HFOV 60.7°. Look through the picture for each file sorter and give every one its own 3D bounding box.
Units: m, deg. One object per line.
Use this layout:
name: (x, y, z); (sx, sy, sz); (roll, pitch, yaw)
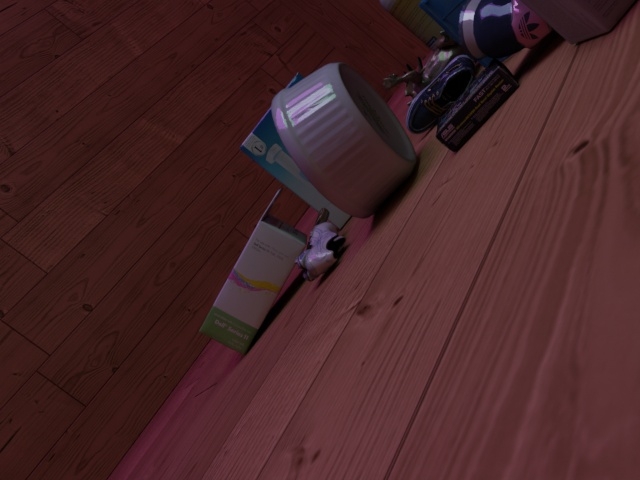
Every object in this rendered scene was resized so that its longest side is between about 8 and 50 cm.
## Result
file sorter: (0.275, -0.388, 0.890); (0.118, 0.170, 0.104); (-53, 10, -11)

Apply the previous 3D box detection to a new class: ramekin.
ramekin: (0.052, -0.182, 0.943); (0.127, 0.273, 0.273); (-36, 12, 25)

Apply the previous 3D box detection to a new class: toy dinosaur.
toy dinosaur: (0.261, -0.371, 1.161); (0.295, 0.127, 0.200); (-41, 4, 34)

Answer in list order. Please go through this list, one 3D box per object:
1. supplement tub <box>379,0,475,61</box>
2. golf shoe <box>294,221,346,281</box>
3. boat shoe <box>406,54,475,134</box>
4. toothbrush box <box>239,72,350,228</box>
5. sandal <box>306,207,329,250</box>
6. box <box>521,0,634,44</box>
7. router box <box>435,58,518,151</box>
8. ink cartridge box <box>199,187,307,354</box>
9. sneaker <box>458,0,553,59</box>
supplement tub: (0.277, -0.569, 1.235); (0.228, 0.316, 0.228); (-51, 6, 7)
golf shoe: (0.019, 0.011, 1.031); (0.086, 0.069, 0.176); (-26, 21, 26)
boat shoe: (0.226, -0.270, 1.049); (0.183, 0.065, 0.083); (-52, 11, 33)
toothbrush box: (-0.003, -0.202, 1.271); (0.216, 0.295, 0.126); (-52, 5, 5)
sandal: (0.000, 0.000, 1.183); (0.180, 0.049, 0.072); (111, 176, -52)
box: (0.270, -0.275, 0.553); (0.101, 0.102, 0.087); (-51, 8, 9)
router box: (0.216, -0.190, 0.763); (0.122, 0.038, 0.092); (-49, 6, 28)
ink cartridge box: (-0.129, 0.060, 1.259); (0.354, 0.119, 0.207); (-61, 4, 6)
sneaker: (0.330, -0.358, 0.746); (0.319, 0.112, 0.131); (-49, 32, -16)
